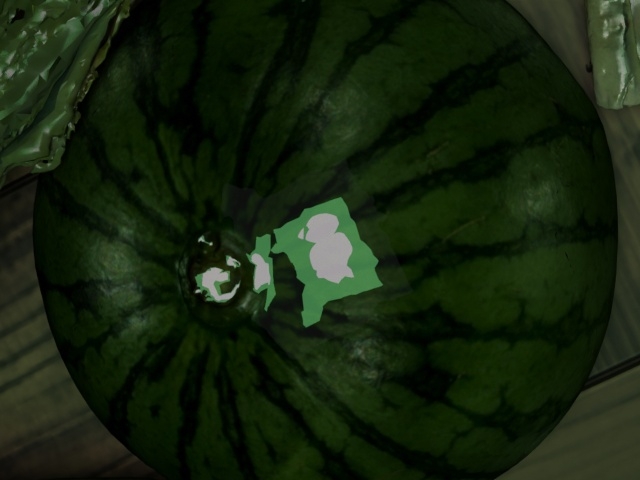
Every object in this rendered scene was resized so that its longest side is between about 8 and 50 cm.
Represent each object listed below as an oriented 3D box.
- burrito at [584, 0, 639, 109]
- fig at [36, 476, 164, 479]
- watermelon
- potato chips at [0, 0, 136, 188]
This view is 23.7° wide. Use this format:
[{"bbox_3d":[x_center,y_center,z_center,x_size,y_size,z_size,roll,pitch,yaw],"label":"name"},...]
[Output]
[{"bbox_3d":[0.160,-0.164,0.817,0.045,0.041,0.186,-4,96,8],"label":"burrito"},{"bbox_3d":[-0.114,0.204,0.812,0.233,0.233,0.314,-34,83,9],"label":"fig"},{"bbox_3d":[0.000,0.000,0.788,0.330,0.189,0.331,1,102,4],"label":"watermelon"},{"bbox_3d":[-0.289,-0.119,0.819,0.358,0.070,0.429,43,102,16],"label":"potato chips"}]
